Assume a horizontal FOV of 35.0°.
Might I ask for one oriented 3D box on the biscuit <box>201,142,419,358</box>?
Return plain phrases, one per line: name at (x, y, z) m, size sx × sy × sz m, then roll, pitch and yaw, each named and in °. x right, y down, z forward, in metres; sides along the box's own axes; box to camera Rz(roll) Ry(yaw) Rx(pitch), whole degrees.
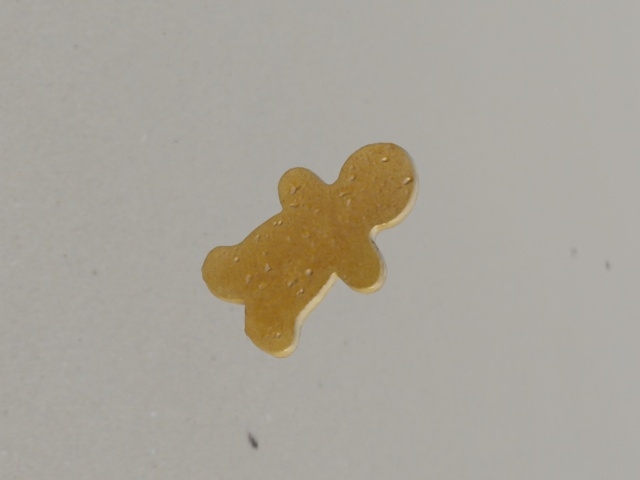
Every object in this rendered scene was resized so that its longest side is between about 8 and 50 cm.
biscuit at (0.001, 0.000, 0.992) m, size 0.158 × 0.240 × 0.035 m, roll 53°, pitch 9°, yaw 24°
